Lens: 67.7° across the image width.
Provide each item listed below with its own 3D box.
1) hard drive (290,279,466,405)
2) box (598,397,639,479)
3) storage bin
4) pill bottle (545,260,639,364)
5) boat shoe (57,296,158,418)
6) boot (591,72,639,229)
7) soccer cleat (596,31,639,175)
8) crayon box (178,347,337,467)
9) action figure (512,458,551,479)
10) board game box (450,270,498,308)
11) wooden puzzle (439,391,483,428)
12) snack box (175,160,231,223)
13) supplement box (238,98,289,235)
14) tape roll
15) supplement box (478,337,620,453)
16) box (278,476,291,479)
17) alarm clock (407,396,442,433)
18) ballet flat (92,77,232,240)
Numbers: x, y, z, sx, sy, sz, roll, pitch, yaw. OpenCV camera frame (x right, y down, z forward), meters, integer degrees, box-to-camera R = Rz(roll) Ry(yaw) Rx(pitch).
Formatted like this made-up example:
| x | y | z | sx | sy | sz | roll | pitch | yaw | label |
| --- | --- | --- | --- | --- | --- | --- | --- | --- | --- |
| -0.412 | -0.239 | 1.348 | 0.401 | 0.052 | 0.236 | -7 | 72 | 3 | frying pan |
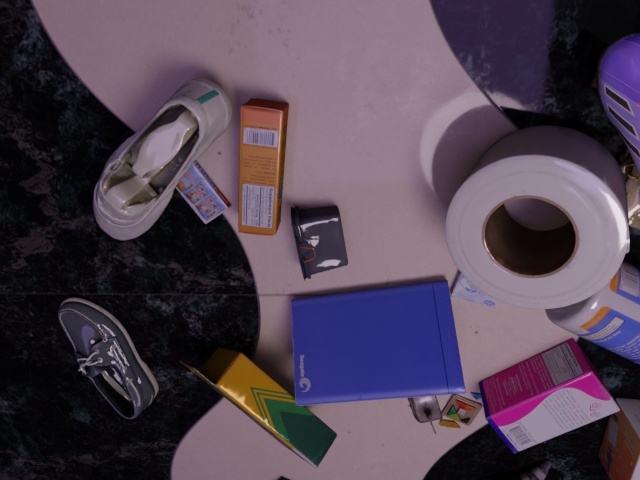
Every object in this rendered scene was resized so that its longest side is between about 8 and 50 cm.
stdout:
| x | y | z | sx | sy | sz | roll | pitch | yaw | label |
| --- | --- | --- | --- | --- | --- | --- | --- | --- | --- |
| 0.102 | 0.201 | 0.932 | 0.318 | 0.040 | 0.210 | -9 | 70 | 12 | hard drive |
| 0.657 | 0.434 | 0.976 | 0.091 | 0.130 | 0.170 | 2 | 115 | 7 | box |
| 0.000 | 0.000 | 0.901 | 0.091 | 0.098 | 0.135 | -11 | 113 | 2 | storage bin |
| 0.559 | 0.134 | 0.840 | 0.272 | 0.152 | 0.152 | 25 | 116 | -4 | pill bottle |
| -0.495 | 0.273 | 1.094 | 0.116 | 0.099 | 0.319 | -23 | 109 | 18 | boat shoe |
| 0.499 | -0.136 | 0.759 | 0.262 | 0.095 | 0.203 | 27 | 117 | -7 | boot |
| 0.476 | -0.130 | 0.646 | 0.108 | 0.116 | 0.318 | -24 | 108 | 28 | soccer cleat |
| -0.138 | 0.331 | 1.014 | 0.323 | 0.083 | 0.203 | 43 | 157 | -13 | crayon box |
| 0.434 | 0.662 | 1.136 | 0.330 | 0.178 | 0.341 | -32 | 134 | 27 | action figure |
| 0.311 | 0.080 | 0.925 | 0.090 | 0.020 | 0.090 | 16 | 116 | 0 | board game box |
| 0.317 | 0.383 | 1.069 | 0.078 | 0.014 | 0.116 | 14 | 116 | 2 | wooden puzzle |
| -0.252 | -0.119 | 0.917 | 0.064 | 0.022 | 0.178 | -31 | 107 | 20 | snack box |
| -0.105 | -0.128 | 0.860 | 0.080 | 0.078 | 0.233 | 9 | 116 | 1 | supplement box |
| 0.335 | -0.039 | 0.744 | 0.246 | 0.169 | 0.246 | 15 | 122 | 25 | tape roll |
| 0.451 | 0.314 | 0.962 | 0.220 | 0.114 | 0.111 | -34 | 105 | 22 | supplement box |
| -0.081 | 0.667 | 1.241 | 0.083 | 0.052 | 0.062 | 24 | 115 | -4 | box |
| 0.202 | 0.309 | 0.952 | 0.064 | 0.192 | 0.129 | -18 | 111 | 5 | alarm clock |
| -0.311 | -0.123 | 0.840 | 0.139 | 0.139 | 0.400 | 44 | 116 | -12 | ballet flat |
